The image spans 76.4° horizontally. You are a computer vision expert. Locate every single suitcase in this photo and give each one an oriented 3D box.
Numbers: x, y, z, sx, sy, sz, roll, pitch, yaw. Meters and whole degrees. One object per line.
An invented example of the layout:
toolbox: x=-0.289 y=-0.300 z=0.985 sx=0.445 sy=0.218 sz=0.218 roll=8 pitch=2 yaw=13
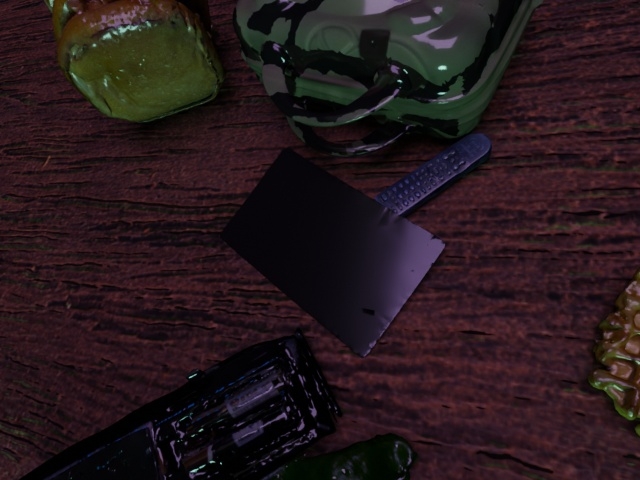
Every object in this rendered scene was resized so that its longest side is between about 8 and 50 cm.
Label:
suitcase: x=0.068 y=-0.272 z=0.512 sx=0.351 sy=0.194 sz=0.339 roll=23 pitch=77 yaw=25

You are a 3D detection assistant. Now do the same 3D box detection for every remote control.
remote control: x=0.140 y=-0.077 z=0.496 sx=0.152 sy=0.027 sz=0.043 roll=-33 pitch=67 yaw=2
remote control: x=-0.173 y=0.238 z=0.426 sx=0.398 sy=0.062 sz=0.144 roll=-31 pitch=61 yaw=1

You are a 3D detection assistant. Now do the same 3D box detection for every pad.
pad: x=0.000 y=0.000 z=0.507 sx=0.265 sy=0.009 sz=0.159 roll=36 pitch=87 yaw=28

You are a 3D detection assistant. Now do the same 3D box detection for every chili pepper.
chili pepper: x=-0.004 y=0.237 z=0.341 sx=0.216 sy=0.062 sz=0.108 roll=-26 pitch=21 yaw=-20

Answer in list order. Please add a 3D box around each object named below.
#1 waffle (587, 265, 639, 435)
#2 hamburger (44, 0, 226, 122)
waffle: x=0.334 y=0.103 z=0.345 sx=0.191 sy=0.038 sz=0.191 roll=-7 pitch=64 yaw=15
hamburger: x=-0.267 y=-0.311 z=0.624 sx=0.245 sy=0.260 sz=0.211 roll=-40 pitch=70 yaw=47
